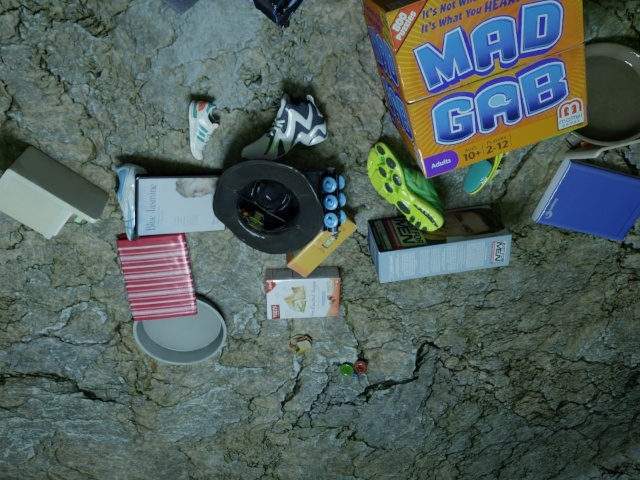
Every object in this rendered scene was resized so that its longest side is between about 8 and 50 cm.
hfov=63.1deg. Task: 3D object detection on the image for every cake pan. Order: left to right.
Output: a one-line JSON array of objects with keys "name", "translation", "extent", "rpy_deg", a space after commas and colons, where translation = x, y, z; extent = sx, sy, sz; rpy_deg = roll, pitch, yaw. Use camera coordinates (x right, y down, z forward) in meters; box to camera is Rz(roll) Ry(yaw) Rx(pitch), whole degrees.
[{"name": "cake pan", "translation": [-0.452, 0.282, 1.693], "extent": [0.293, 0.054, 0.293], "rpy_deg": [-3, 123, -5]}]

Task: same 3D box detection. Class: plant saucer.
[{"name": "plant saucer", "translation": [0.725, -0.372, 1.338], "extent": [0.278, 0.041, 0.277], "rpy_deg": [-1, 81, 4]}]

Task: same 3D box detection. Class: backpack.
[{"name": "backpack", "translation": [-0.074, -0.575, 1.138], "extent": [0.117, 0.158, 0.173], "rpy_deg": [38, 98, -7]}]

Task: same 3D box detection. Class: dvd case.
[{"name": "dvd case", "translation": [-0.376, -0.101, 1.430], "extent": [0.253, 0.022, 0.180], "rpy_deg": [-5, 125, -26]}]

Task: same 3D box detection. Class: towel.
[{"name": "towel", "translation": [-0.483, 0.106, 1.555], "extent": [0.199, 0.031, 0.274], "rpy_deg": [-6, 109, -3]}]

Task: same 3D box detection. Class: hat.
[{"name": "hat", "translation": [-0.126, -0.117, 1.422], "extent": [0.332, 0.134, 0.331], "rpy_deg": [11, 135, 11]}]

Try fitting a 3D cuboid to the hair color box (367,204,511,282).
[{"name": "hair color box", "translation": [0.339, 0.006, 1.531], "extent": [0.375, 0.185, 0.113], "rpy_deg": [-7, 122, -2]}]

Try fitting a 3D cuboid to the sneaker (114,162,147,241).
[{"name": "sneaker", "translation": [-0.518, -0.105, 1.431], "extent": [0.086, 0.085, 0.237], "rpy_deg": [19, 124, 11]}]

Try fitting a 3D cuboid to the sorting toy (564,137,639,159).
[{"name": "sorting toy", "translation": [0.800, -0.271, 1.418], "extent": [0.208, 0.193, 0.038], "rpy_deg": [-18, 97, 3]}]

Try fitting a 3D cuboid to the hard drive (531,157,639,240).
[{"name": "hard drive", "translation": [0.840, -0.120, 1.597], "extent": [0.319, 0.040, 0.210], "rpy_deg": [11, 121, -13]}]

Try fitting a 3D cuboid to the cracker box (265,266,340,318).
[{"name": "cracker box", "translation": [-0.057, 0.168, 1.658], "extent": [0.233, 0.067, 0.155], "rpy_deg": [-2, 122, -5]}]

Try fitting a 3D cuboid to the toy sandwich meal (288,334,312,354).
[{"name": "toy sandwich meal", "translation": [-0.069, 0.361, 1.802], "extent": [0.086, 0.029, 0.085], "rpy_deg": [-3, 123, -5]}]

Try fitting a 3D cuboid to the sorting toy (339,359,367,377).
[{"name": "sorting toy", "translation": [0.122, 0.460, 1.887], "extent": [0.102, 0.042, 0.061], "rpy_deg": [-12, 108, 15]}]

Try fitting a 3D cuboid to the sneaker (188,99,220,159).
[{"name": "sneaker", "translation": [-0.298, -0.282, 1.349], "extent": [0.076, 0.057, 0.161], "rpy_deg": [3, 119, -2]}]

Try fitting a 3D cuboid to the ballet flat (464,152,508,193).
[{"name": "ballet flat", "translation": [0.486, -0.231, 1.470], "extent": [0.077, 0.077, 0.230], "rpy_deg": [2, 122, -28]}]

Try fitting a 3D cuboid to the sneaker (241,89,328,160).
[{"name": "sneaker", "translation": [-0.108, -0.302, 1.339], "extent": [0.235, 0.094, 0.153], "rpy_deg": [-16, 121, 4]}]

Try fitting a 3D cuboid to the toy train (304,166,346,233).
[{"name": "toy train", "translation": [0.011, -0.110, 1.442], "extent": [0.105, 0.080, 0.184], "rpy_deg": [4, 104, 28]}]

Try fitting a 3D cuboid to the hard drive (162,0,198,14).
[{"name": "hard drive", "translation": [-0.263, -0.611, 1.096], "extent": [0.255, 0.054, 0.172], "rpy_deg": [-36, 162, 17]}]

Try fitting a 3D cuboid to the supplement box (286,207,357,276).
[{"name": "supplement box", "translation": [0.000, 0.000, 1.554], "extent": [0.078, 0.080, 0.233], "rpy_deg": [36, 113, -26]}]

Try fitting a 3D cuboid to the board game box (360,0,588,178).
[{"name": "board game box", "translation": [0.322, -0.416, 1.159], "extent": [0.357, 0.356, 0.356], "rpy_deg": [-18, 122, 6]}]

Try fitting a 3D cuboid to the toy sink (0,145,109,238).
[{"name": "toy sink", "translation": [-0.702, -0.107, 1.359], "extent": [0.234, 0.152, 0.131], "rpy_deg": [35, 112, -26]}]

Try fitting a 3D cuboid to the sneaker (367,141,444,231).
[{"name": "sneaker", "translation": [0.242, -0.155, 1.473], "extent": [0.109, 0.123, 0.295], "rpy_deg": [-31, 106, 41]}]
